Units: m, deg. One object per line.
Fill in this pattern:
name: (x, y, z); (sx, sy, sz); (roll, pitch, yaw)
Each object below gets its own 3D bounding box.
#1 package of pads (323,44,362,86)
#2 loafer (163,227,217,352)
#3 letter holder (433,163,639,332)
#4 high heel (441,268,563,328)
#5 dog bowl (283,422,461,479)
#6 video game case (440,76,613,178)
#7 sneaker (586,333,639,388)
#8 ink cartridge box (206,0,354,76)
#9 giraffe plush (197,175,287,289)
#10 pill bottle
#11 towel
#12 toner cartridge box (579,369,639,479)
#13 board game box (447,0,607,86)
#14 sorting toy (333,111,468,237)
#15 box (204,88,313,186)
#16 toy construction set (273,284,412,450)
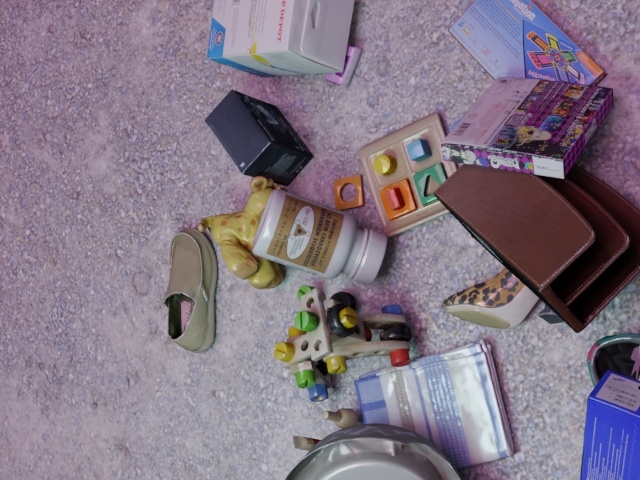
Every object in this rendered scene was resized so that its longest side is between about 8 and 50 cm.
package of pads: (0.045, -0.350, 1.973); (0.050, 0.032, 0.083); (26, 98, 36)
loafer: (-0.278, 0.101, 2.089); (0.102, 0.092, 0.268); (-14, 77, 31)
letter holder: (0.367, -0.041, 1.590); (0.214, 0.152, 0.302); (-45, 42, 4)
high heel: (0.335, 0.056, 1.731); (0.261, 0.093, 0.186); (-5, 58, 45)
dog bowl: (0.096, 0.473, 1.713); (0.349, 0.102, 0.348); (2, 107, 7)
video game case: (0.342, -0.192, 1.634); (0.210, 0.232, 0.041); (11, 132, 31)
sneaker: (0.531, 0.223, 1.505); (0.296, 0.178, 0.123); (23, 97, 32)
ink cartridge box: (-0.078, -0.426, 1.960); (0.233, 0.168, 0.171); (6, 86, 43)
giraffe plush: (-0.119, -0.029, 1.966); (0.170, 0.181, 0.210); (-44, 77, 8)
pill bottle: (0.000, 0.000, 1.845); (0.229, 0.131, 0.131); (19, 96, -8)
towel: (0.202, 0.312, 1.793); (0.285, 0.034, 0.209); (-20, 76, 31)
toner cartridge box: (0.475, 0.368, 1.474); (0.165, 0.075, 0.347); (21, 132, 33)
board game box: (0.363, -0.337, 1.771); (0.145, 0.027, 0.281); (-47, 63, 21)
sorting toy: (0.163, -0.123, 1.861); (0.348, 0.047, 0.195); (-24, 72, 28)
box: (-0.121, -0.203, 1.987); (0.093, 0.158, 0.156); (-45, 64, 20)
toy construction set: (-0.001, 0.223, 1.777); (0.258, 0.237, 0.308); (1, 77, 38)
